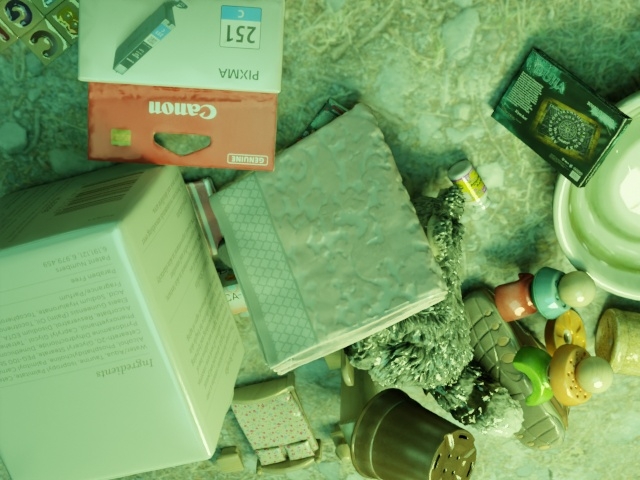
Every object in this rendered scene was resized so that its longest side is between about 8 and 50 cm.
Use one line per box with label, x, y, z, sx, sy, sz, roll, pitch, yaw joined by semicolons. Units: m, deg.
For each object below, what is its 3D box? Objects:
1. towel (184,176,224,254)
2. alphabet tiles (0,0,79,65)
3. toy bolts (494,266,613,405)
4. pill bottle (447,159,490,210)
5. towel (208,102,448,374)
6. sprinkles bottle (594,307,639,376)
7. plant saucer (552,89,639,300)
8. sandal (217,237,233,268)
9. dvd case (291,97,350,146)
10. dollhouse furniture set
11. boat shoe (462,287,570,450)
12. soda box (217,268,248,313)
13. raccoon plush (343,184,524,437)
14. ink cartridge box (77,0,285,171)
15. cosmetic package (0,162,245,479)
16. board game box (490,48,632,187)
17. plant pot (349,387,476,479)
towel;-0.258;-0.030;1.563;0.197;0.029;0.144;-10;119;8
alphabet tiles;-0.459;-0.431;1.322;0.285;0.011;0.342;-31;117;20
toy bolts;0.423;0.142;1.535;0.158;0.218;0.229;-12;103;47
pill bottle;0.246;-0.088;1.495;0.043;0.043;0.083;-29;118;19
towel;0.000;0.000;1.412;0.317;0.332;0.053;-28;160;21
sprinkles bottle;0.677;0.198;1.616;0.355;0.121;0.121;7;123;-2
plant saucer;0.564;-0.088;1.451;0.400;0.101;0.401;1;122;2
sandal;-0.050;-0.009;1.559;0.254;0.054;0.097;-16;127;1
dvd case;0.015;-0.162;1.475;0.087;0.013;0.119;31;120;-16
dollhouse furniture set;-0.077;0.341;1.705;0.355;0.174;0.303;-15;120;11
boat shoe;0.352;0.222;1.653;0.123;0.116;0.324;-17;105;43
soda box;-0.178;0.095;1.619;0.183;0.058;0.063;-14;121;10
raccoon plush;0.234;0.104;1.519;0.446;0.216;0.299;29;121;-21
ink cartridge box;-0.205;-0.235;1.351;0.296;0.066;0.261;3;102;-3
cosmetic package;-0.347;0.122;1.431;0.327;0.329;0.394;-14;110;10
board game box;0.357;-0.184;1.368;0.186;0.026;0.126;46;124;26
plant pot;0.167;0.356;1.565;0.165;0.167;0.167;14;135;45
